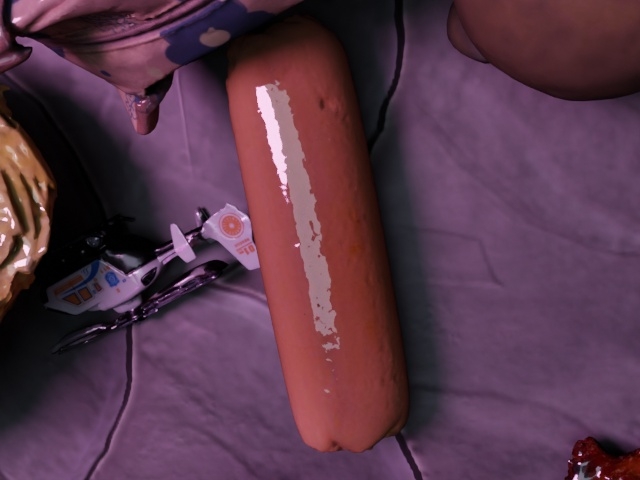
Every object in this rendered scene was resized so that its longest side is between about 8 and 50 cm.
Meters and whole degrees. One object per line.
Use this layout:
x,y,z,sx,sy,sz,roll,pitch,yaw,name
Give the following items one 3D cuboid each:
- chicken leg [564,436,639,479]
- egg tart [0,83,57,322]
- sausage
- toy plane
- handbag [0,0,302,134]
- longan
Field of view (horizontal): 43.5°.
0.234,0.141,0.502,0.219,0.048,0.089,-33,92,17,chicken leg
-0.358,-0.008,0.576,0.339,0.153,0.352,31,112,-1,egg tart
-0.001,-0.001,0.526,0.086,0.086,0.289,-8,97,16,sausage
-0.135,0.019,0.587,0.197,0.053,0.078,-24,100,18,toy plane
-0.090,-0.190,0.435,0.251,0.190,0.193,-26,63,29,handbag
0.139,-0.164,0.434,0.204,0.159,0.185,-39,62,54,longan
